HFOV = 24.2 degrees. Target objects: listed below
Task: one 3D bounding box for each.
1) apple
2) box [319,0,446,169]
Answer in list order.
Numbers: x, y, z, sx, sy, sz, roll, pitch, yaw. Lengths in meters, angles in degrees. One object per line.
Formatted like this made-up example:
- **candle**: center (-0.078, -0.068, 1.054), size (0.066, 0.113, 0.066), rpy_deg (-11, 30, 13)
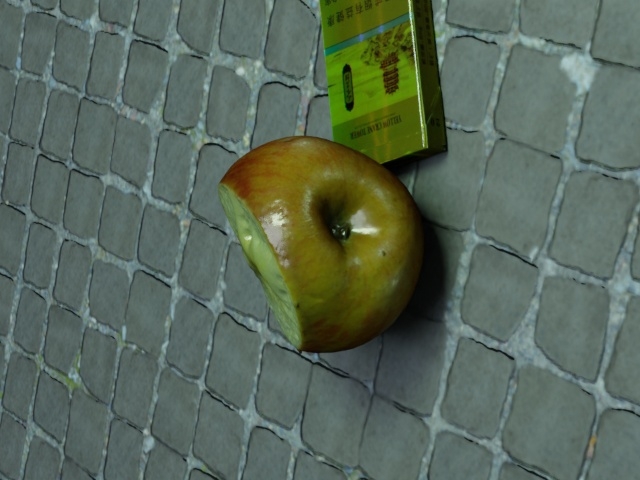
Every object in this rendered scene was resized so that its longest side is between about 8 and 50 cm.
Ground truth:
- **apple**: center (0.000, 0.000, 1.294), size (0.173, 0.160, 0.195), rpy_deg (-34, 78, 60)
- **box**: center (0.053, -0.161, 1.341), size (0.121, 0.030, 0.193), rpy_deg (-16, 77, 49)
